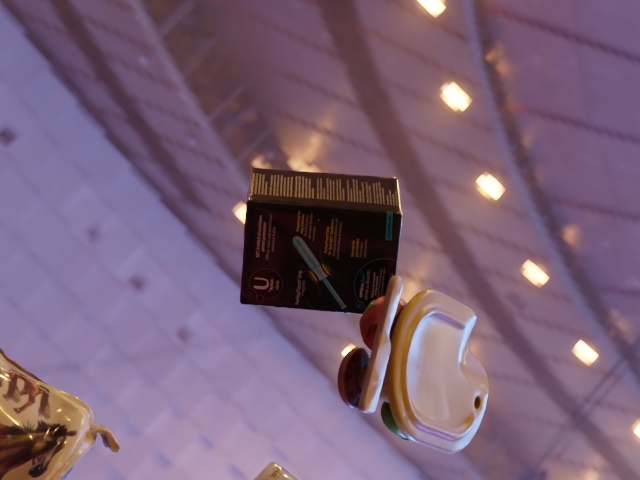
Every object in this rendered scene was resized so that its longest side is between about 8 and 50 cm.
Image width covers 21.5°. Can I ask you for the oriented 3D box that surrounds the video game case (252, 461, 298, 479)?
[{"bbox_3d":[-0.003,0.278,1.272,0.206,0.026,0.227,38,24,7],"label":"video game case"}]

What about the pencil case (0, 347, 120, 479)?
[{"bbox_3d":[-0.348,0.068,1.265,0.410,0.183,0.160,44,1,2],"label":"pencil case"}]

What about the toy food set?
[{"bbox_3d":[0.067,0.104,1.412,0.071,0.128,0.218,3,-15,31],"label":"toy food set"}]

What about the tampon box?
[{"bbox_3d":[0.000,0.000,1.766,0.101,0.161,0.120,-88,-176,-67],"label":"tampon box"}]
